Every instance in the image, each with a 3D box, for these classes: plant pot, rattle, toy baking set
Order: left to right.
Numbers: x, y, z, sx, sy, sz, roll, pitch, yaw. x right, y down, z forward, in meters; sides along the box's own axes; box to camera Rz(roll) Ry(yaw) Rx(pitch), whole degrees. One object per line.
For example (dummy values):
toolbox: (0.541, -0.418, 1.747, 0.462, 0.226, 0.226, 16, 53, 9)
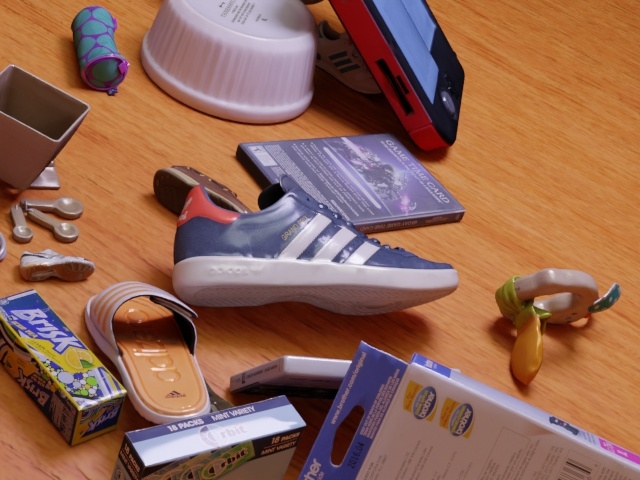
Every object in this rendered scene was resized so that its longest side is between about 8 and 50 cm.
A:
toy baking set: (-0.390, -0.049, 1.412, 0.197, 0.030, 0.256, 39, 37, 25)
plant pot: (-0.352, -0.126, 1.435, 0.109, 0.096, 0.109, 28, 31, -3)
rattle: (0.317, 0.114, 1.535, 0.200, 0.130, 0.142, 25, 34, -46)

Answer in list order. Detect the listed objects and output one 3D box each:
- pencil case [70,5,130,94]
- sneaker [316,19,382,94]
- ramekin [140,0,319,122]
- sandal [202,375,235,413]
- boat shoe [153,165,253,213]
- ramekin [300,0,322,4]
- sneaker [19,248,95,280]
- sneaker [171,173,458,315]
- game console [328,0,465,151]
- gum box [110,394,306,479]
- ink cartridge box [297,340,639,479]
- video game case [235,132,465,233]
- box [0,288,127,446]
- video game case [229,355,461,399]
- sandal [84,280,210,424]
pencil case: (-0.316, -0.275, 1.743, 0.070, 0.064, 0.151, -9, 41, -13)
sneaker: (0.049, -0.297, 1.960, 0.161, 0.075, 0.057, 34, 36, 20)
ramekin: (-0.125, -0.299, 1.824, 0.273, 0.127, 0.273, 15, 34, -10)
sandal: (-0.126, 0.182, 1.220, 0.072, 0.049, 0.180, -1, 24, -32)
boat shoe: (-0.126, -0.044, 1.518, 0.178, 0.064, 0.060, 33, 37, 22)
ramekin: (-0.099, -0.476, 1.988, 0.277, 0.135, 0.277, 10, 0, 0)
sneaker: (-0.294, 0.023, 1.360, 0.083, 0.032, 0.037, 3, 38, -26)
sneaker: (0.000, 0.000, 1.424, 0.350, 0.131, 0.148, 6, 69, -23)
game console: (0.118, -0.352, 1.892, 0.386, 0.060, 0.342, 58, 28, -21)
gum box: (-0.110, 0.223, 1.038, 0.157, 0.184, 0.041, -8, 43, -37)
ink cartridge box: (0.145, 0.234, 1.159, 0.311, 0.185, 0.065, 24, 9, 3)
video game case: (0.044, -0.081, 1.699, 0.274, 0.026, 0.196, -7, 42, -37)
box: (-0.268, 0.124, 1.212, 0.059, 0.054, 0.169, -18, 50, -43)
video game case: (0.022, 0.145, 1.257, 0.190, 0.173, 0.022, 6, 75, -21)
sandal: (-0.167, 0.094, 1.246, 0.102, 0.076, 0.265, -1, 23, -25)
